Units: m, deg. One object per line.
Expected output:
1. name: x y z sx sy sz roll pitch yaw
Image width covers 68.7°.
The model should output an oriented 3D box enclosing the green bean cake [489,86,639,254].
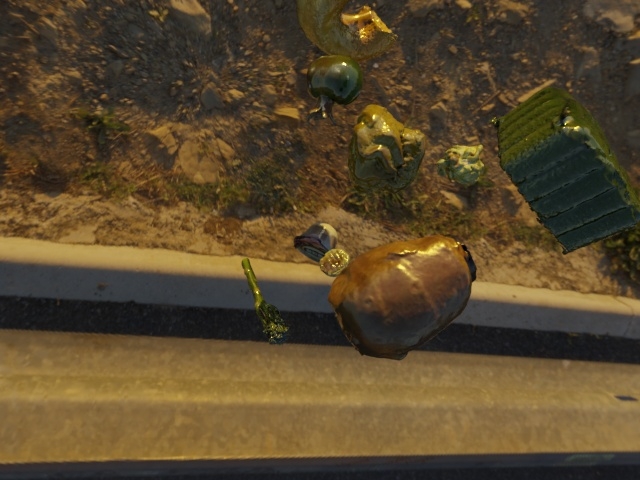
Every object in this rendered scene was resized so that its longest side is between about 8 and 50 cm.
1. green bean cake: 0.449 -0.139 0.860 0.156 0.250 0.247 -33 108 35

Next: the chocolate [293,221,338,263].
1. chocolate: -0.003 -0.007 1.972 0.221 0.221 0.147 33 70 -22

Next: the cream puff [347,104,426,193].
1. cream puff: 0.238 -0.317 1.699 0.270 0.274 0.323 13 110 15

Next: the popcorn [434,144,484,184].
1. popcorn: 0.468 -0.247 1.545 0.162 0.135 0.141 -39 92 2

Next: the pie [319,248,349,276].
1. pie: 0.038 0.059 1.249 0.084 0.084 0.020 -30 144 -3

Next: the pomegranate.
1. pomegranate: 0.030 -0.402 1.265 0.131 0.152 0.191 24 78 -60

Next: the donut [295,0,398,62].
1. donut: 0.112 -0.827 1.696 0.377 0.163 0.435 -22 149 -8

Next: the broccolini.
1. broccolini: -0.187 0.193 1.531 0.079 0.392 0.074 -9 126 -18

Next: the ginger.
1. ginger: 0.144 0.111 0.896 0.200 0.269 0.223 49 53 -20
